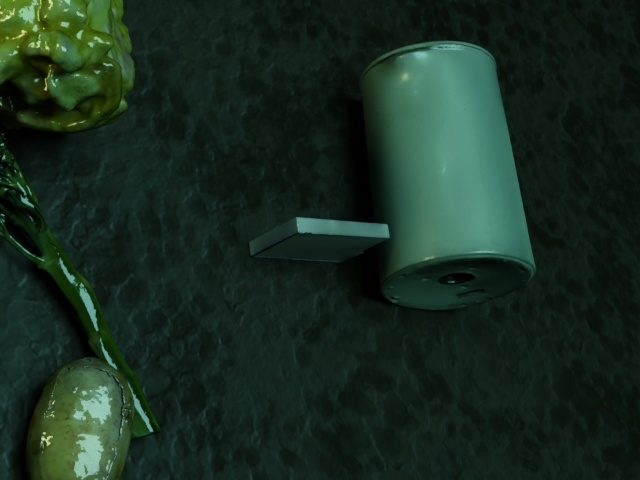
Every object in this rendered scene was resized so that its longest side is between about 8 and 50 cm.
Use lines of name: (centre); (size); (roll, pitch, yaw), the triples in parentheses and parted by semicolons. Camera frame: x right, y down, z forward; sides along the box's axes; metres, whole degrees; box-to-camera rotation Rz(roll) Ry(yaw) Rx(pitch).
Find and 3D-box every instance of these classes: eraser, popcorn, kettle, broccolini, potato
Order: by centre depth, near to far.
potato: (-0.251, 0.204, 1.404); (0.107, 0.080, 0.170); (5, 63, -5)
popcorn: (-0.313, -0.217, 1.461); (0.259, 0.212, 0.259); (-11, 90, -81)
broccolini: (-0.295, 0.051, 1.462); (0.392, 0.074, 0.079); (63, 5, 0)
eraser: (0.000, 0.000, 1.695); (0.150, 0.104, 0.023); (4, 69, -39)
kettle: (0.185, -0.081, 1.825); (0.265, 0.205, 0.318); (9, 63, -34)
